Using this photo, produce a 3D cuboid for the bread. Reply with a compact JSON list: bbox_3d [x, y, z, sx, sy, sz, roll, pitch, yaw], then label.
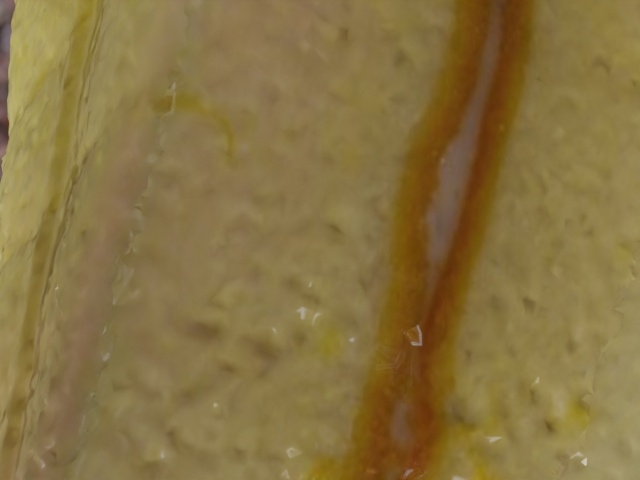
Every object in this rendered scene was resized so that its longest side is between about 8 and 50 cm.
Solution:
[{"bbox_3d":[0.024,-0.006,0.467,0.167,0.264,0.163,16,143,-26],"label":"bread"}]
